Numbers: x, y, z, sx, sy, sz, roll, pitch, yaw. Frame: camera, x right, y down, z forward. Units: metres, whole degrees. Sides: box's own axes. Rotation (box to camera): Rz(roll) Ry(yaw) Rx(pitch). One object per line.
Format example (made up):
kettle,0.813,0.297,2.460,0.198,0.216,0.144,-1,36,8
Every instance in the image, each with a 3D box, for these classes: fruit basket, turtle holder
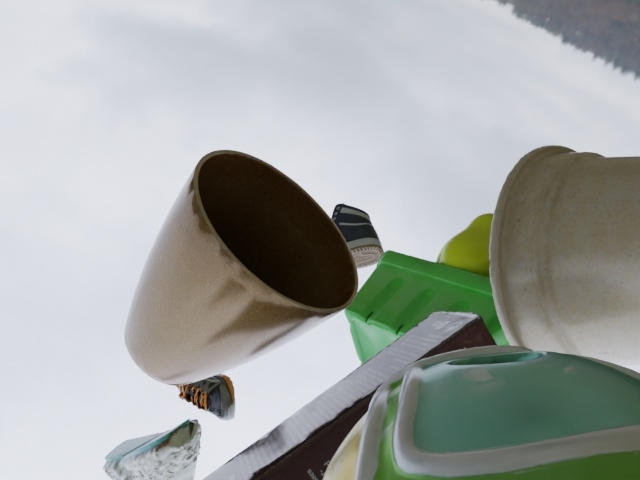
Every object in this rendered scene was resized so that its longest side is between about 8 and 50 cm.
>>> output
fruit basket,0.277,0.127,1.285,0.391,0.283,0.392,-13,-154,7
turtle holder,0.085,0.189,0.365,0.320,0.243,0.227,-28,-146,6

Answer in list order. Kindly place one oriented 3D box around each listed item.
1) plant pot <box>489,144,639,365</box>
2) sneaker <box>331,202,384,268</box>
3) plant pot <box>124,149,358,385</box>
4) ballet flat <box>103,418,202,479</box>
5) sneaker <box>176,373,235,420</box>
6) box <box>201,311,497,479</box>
plant pot,0.436,0.024,0.832,0.333,0.334,0.305,-8,-178,-39
sneaker,0.000,0.000,1.607,0.282,0.099,0.153,-8,-131,-3
plant pot,-0.123,0.063,0.823,0.237,0.254,0.237,34,-152,-21
ballet flat,-0.311,0.440,1.321,0.146,0.409,0.147,11,-114,-27
sneaker,-0.232,0.291,1.303,0.083,0.084,0.214,-7,-162,-36
box,0.049,0.260,0.718,0.381,0.143,0.191,-33,-87,-13
